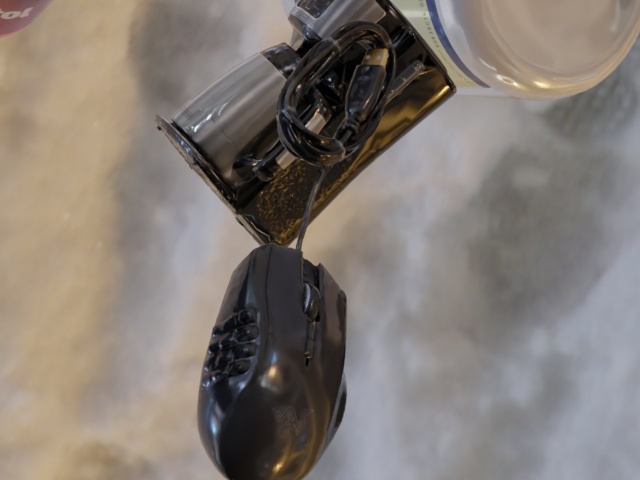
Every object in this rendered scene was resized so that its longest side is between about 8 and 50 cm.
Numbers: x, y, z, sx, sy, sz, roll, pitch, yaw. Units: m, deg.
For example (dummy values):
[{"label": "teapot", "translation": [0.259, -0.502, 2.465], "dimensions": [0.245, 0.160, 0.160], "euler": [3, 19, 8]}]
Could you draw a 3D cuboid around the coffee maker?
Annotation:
[{"label": "coffee maker", "translation": [-0.001, -0.083, 1.404], "dimensions": [0.178, 0.120, 0.171], "euler": [-41, 144, -3]}]

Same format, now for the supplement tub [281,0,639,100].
[{"label": "supplement tub", "translation": [0.126, -0.252, 1.864], "dimensions": [0.325, 0.235, 0.235], "euler": [10, 133, 57]}]

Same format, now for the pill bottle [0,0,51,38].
[{"label": "pill bottle", "translation": [-0.180, -0.176, 1.153], "dimensions": [0.086, 0.086, 0.152], "euler": [40, 156, -10]}]

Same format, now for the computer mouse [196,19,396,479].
[{"label": "computer mouse", "translation": [0.000, 0.000, 0.895], "dimensions": [0.071, 0.242, 0.041], "euler": [27, 151, -27]}]
